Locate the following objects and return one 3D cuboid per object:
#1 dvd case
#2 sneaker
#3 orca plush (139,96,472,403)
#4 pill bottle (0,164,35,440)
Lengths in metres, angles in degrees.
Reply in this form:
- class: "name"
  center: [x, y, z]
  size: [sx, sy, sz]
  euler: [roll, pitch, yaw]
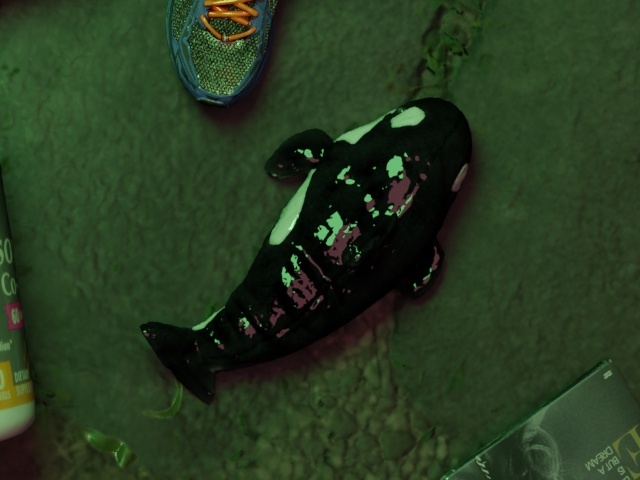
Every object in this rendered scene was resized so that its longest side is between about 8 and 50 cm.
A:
- class: "dvd case"
  center: [0.210, 0.225, 1.417]
  size: [0.164, 0.018, 0.221]
  euler: [-33, 94, -20]
- class: "sneaker"
  center: [-0.061, -0.205, 1.366]
  size: [0.083, 0.087, 0.221]
  euler: [10, 89, -6]
- class: "orca plush"
  center: [0.000, 0.000, 1.366]
  size: [0.287, 0.102, 0.151]
  euler: [-29, 93, -6]
- class: "pill bottle"
  center: [-0.293, 0.006, 1.302]
  size: [0.162, 0.162, 0.278]
  euler: [-9, 92, -7]
